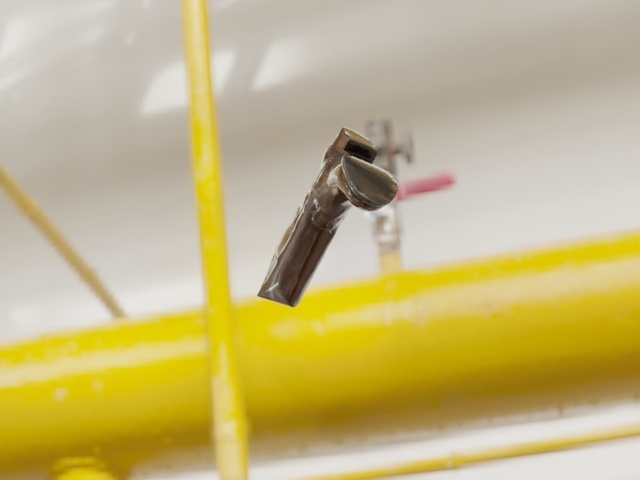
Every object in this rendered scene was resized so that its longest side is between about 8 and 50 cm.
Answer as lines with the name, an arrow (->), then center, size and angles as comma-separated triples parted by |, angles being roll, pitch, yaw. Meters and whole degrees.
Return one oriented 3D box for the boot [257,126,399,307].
boot -> 0.000, 0.000, 0.994 | 0.037, 0.106, 0.114 | 27, -73, -12
